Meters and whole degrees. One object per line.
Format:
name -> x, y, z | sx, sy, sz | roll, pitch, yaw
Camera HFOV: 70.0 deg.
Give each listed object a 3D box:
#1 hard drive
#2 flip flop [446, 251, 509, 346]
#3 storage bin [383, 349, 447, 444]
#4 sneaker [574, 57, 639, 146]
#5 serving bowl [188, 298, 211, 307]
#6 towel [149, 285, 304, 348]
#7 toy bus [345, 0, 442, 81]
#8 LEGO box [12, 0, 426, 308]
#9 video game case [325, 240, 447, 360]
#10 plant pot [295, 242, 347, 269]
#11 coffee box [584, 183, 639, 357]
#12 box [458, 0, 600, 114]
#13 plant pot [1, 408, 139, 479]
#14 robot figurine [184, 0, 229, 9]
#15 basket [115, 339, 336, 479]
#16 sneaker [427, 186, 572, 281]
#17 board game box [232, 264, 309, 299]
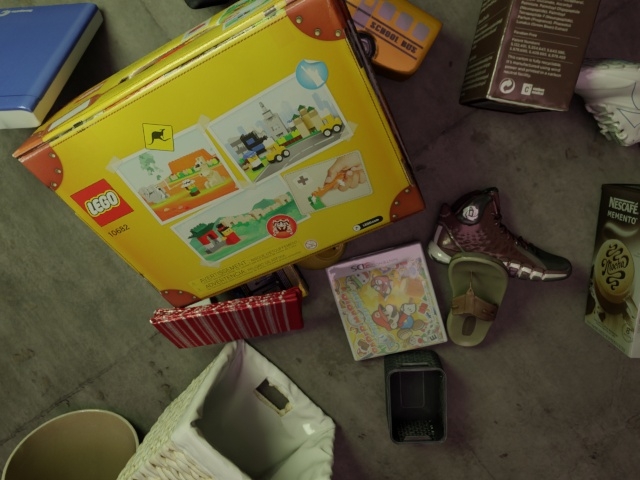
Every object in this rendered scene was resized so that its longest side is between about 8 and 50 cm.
hard drive -> -0.526, -0.306, 0.782 | 0.210, 0.319, 0.040 | -2, 143, 4
flip flop -> 0.294, 0.130, 0.888 | 0.112, 0.080, 0.277 | 9, 134, 15
storage bin -> 0.205, 0.340, 0.995 | 0.122, 0.084, 0.180 | -3, 103, 4
sneaker -> 0.538, -0.234, 0.799 | 0.297, 0.111, 0.129 | 11, 114, -18
serving bowl -> -0.277, 0.135, 1.000 | 0.083, 0.027, 0.083 | 1, 104, 3
towel -> -0.167, 0.158, 0.900 | 0.274, 0.199, 0.031 | -9, 62, -4
toy bus -> 0.036, -0.403, 0.812 | 0.332, 0.108, 0.130 | 29, 103, -4
LEGO box -> -0.133, -0.140, 0.749 | 0.500, 0.193, 0.372 | -22, 127, 14
video game case -> 0.140, 0.132, 0.968 | 0.206, 0.026, 0.227 | -15, 102, 12
plant pot -> 0.000, 0.000, 0.897 | 0.134, 0.095, 0.134 | -2, 98, -17
coffee box -> 0.612, 0.049, 0.859 | 0.118, 0.168, 0.297 | 1, 103, 3
box -> 0.358, -0.410, 0.753 | 0.143, 0.191, 0.381 | 9, 105, 1
plant pot -> -0.538, 0.575, 1.031 | 0.256, 0.256, 0.274 | 10, 121, 1
robot figurine -> -0.242, -0.539, 0.761 | 0.209, 0.173, 0.278 | -28, 101, 9
basket -> -0.174, 0.441, 0.916 | 0.328, 0.331, 0.266 | 44, 104, -7
sneaker -> 0.361, -0.018, 0.891 | 0.281, 0.106, 0.163 | 9, 101, 2
board game box -> -0.124, 0.066, 0.965 | 0.141, 0.048, 0.170 | -26, 101, 7
